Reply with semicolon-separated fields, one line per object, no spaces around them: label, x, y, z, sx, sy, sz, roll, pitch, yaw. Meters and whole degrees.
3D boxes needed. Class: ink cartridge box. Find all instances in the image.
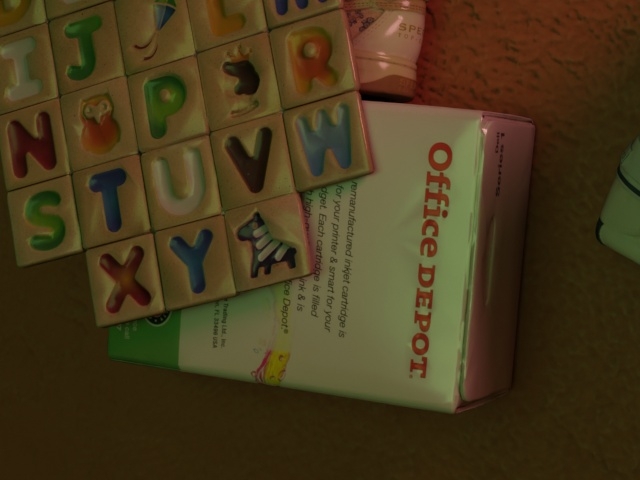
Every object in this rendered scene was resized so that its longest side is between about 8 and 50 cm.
ink cartridge box;0.000;0.000;1.246;0.278;0.117;0.201;7;94;26

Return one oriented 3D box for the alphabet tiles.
alphabet tiles;-0.110;-0.123;1.229;0.285;0.011;0.343;-14;80;24

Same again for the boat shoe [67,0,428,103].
boat shoe;-0.059;-0.166;1.285;0.285;0.104;0.089;12;92;14

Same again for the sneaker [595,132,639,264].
sneaker;0.294;0.030;1.138;0.258;0.094;0.091;38;125;23
